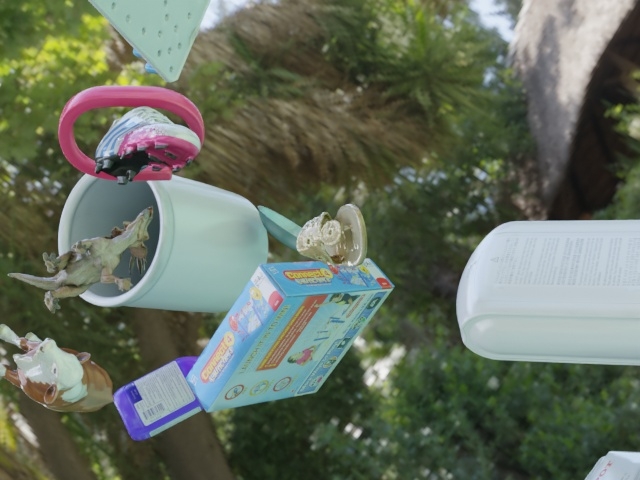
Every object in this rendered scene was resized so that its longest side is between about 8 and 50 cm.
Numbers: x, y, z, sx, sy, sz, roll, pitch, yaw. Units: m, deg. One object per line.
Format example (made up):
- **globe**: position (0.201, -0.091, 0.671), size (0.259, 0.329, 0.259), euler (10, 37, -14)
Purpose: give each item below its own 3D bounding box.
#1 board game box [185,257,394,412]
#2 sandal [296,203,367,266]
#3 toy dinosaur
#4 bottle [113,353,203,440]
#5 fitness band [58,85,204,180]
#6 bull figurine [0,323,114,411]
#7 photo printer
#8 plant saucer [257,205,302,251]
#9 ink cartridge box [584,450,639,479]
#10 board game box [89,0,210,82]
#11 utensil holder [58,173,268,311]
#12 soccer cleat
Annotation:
- **board game box**: position (-0.056, 0.174, 2.030), size (0.302, 0.086, 0.308), euler (-1, -46, -48)
- **sandal**: position (0.002, 0.006, 1.572), size (0.079, 0.088, 0.240), euler (-14, -3, -13)
- **toy dinosaur**: position (-0.459, 0.049, 2.161), size (0.295, 0.127, 0.200), euler (-21, 8, 7)
- **bottle**: position (-0.281, 0.302, 2.228), size (0.283, 0.118, 0.092), euler (-28, -24, -12)
- **fitness band**: position (-0.380, -0.217, 2.180), size (0.054, 0.291, 0.209), euler (-97, 8, -50)
- **bull figurine**: position (-0.428, 0.208, 1.707), size (0.101, 0.188, 0.310), euler (-61, -14, -14)
- **photo printer**: position (0.358, 0.071, 1.588), size (0.256, 0.307, 0.107), euler (-63, -34, -50)
- **plant saucer**: position (-0.072, -0.014, 2.503), size (0.037, 0.195, 0.195), euler (-57, -20, 7)
- **ink cartridge box**: position (0.471, 0.424, 1.525), size (0.223, 0.129, 0.307), euler (-48, 6, -18)
- **board game box**: position (-0.266, -0.504, 1.641), size (0.390, 0.050, 0.390), euler (46, -121, -57)
- **utensil holder**: position (-0.355, 0.008, 2.509), size (0.385, 0.327, 0.327), euler (14, -70, -55)
- **soccer cleat**: position (-0.328, -0.201, 2.036), size (0.116, 0.331, 0.143), euler (26, -110, -33)
